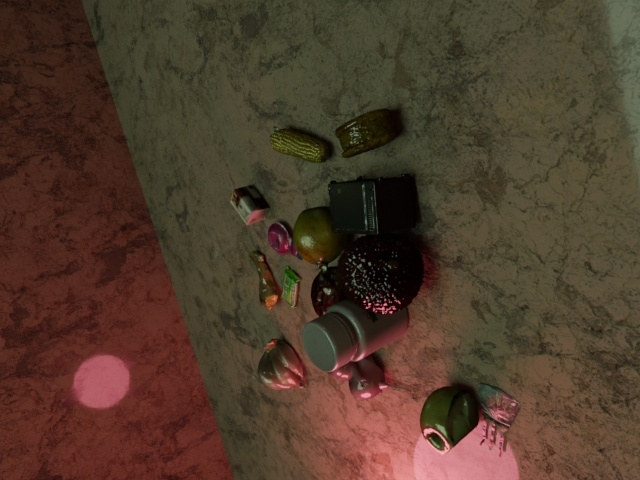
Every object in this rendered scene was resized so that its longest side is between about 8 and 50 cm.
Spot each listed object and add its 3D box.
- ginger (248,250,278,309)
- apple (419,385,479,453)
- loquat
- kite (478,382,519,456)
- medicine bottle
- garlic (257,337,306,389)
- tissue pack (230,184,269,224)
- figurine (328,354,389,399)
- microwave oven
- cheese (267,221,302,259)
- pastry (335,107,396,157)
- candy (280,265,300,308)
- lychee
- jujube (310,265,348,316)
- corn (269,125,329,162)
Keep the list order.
[{"bbox_3d":[-0.272,0.186,2.461,0.131,0.086,0.294,-40,66,62],"label":"ginger"},{"bbox_3d":[0.408,0.574,1.676,0.174,0.188,0.207,38,133,37],"label":"apple"},{"bbox_3d":[0.000,0.000,1.902,0.213,0.214,0.246,-33,59,53],"label":"loquat"},{"bbox_3d":[0.551,0.569,1.639,0.141,0.015,0.245,24,122,46],"label":"kite"},{"bbox_3d":[0.118,0.300,1.787,0.208,0.340,0.208,26,125,43],"label":"medicine bottle"},{"bbox_3d":[-0.187,0.623,2.539,0.237,0.210,0.291,-29,77,19],"label":"garlic"},{"bbox_3d":[-0.316,-0.161,2.317,0.148,0.106,0.099,52,141,21],"label":"tissue pack"},{"bbox_3d":[0.126,0.493,2.002,0.288,0.186,0.176,24,147,0],"label":"figurine"},{"bbox_3d":[0.166,-0.117,1.658,0.247,0.188,0.178,6,106,55],"label":"microwave oven"},{"bbox_3d":[-0.153,0.005,2.227,0.244,0.062,0.155,29,129,40],"label":"cheese"},{"bbox_3d":[0.137,-0.326,1.584,0.189,0.189,0.103,-17,95,54],"label":"pastry"},{"bbox_3d":[-0.133,0.213,2.330,0.102,0.032,0.178,34,130,34],"label":"candy"},{"bbox_3d":[0.192,0.100,1.661,0.275,0.276,0.304,62,162,9],"label":"lychee"},{"bbox_3d":[0.051,0.214,1.966,0.183,0.183,0.243,40,156,34],"label":"jujube"},{"bbox_3d":[-0.075,-0.354,1.924,0.293,0.106,0.106,24,125,39],"label":"corn"}]
